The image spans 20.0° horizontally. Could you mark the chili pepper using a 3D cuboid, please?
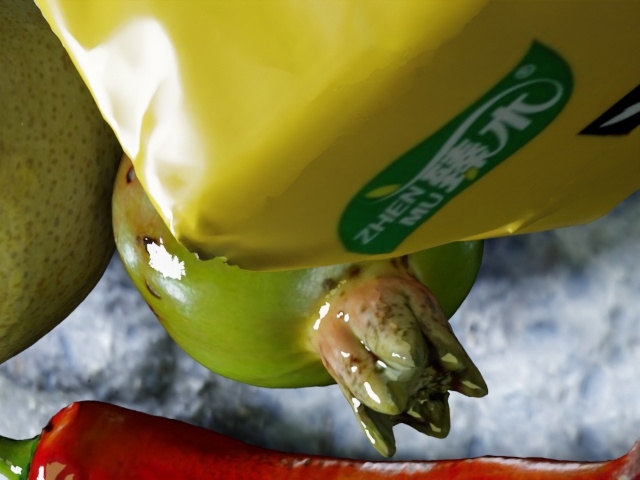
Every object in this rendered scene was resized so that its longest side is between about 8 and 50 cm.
[{"bbox_3d":[-0.019,0.114,0.815,0.368,0.092,0.137,1,131,25],"label":"chili pepper"}]

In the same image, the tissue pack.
[{"bbox_3d":[0.108,-0.182,0.581,0.382,0.293,0.228,-42,71,29],"label":"tissue pack"}]

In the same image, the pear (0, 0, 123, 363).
[{"bbox_3d":[-0.182,-0.037,0.831,0.228,0.188,0.211,50,136,42],"label":"pear"}]

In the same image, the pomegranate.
[{"bbox_3d":[0.000,0.000,0.744,0.159,0.159,0.205,-58,42,23],"label":"pomegranate"}]
